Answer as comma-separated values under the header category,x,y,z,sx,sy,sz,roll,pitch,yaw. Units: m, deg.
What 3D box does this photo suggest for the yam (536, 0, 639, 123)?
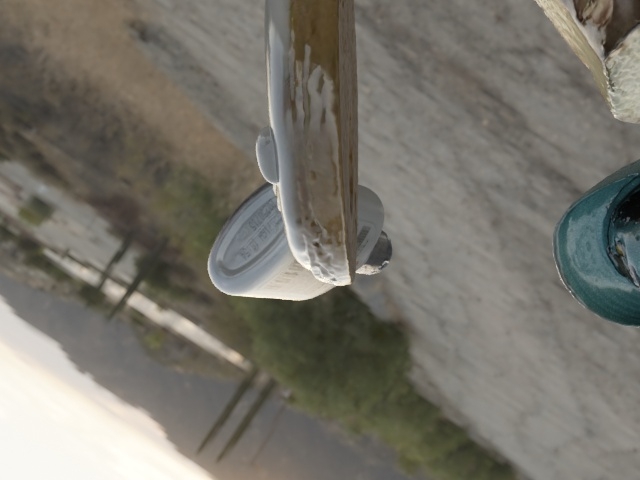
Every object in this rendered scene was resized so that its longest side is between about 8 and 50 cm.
category,x,y,z,sx,sy,sz,roll,pitch,yaw
yam,0.174,-0.185,0.811,0.129,0.128,0.238,109,145,-51

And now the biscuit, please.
category,x,y,z,sx,sy,sz,roll,pitch,yaw
biscuit,-0.004,-0.073,0.763,0.049,0.181,0.208,1,130,4

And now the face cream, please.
category,x,y,z,sx,sy,sz,roll,pitch,yaw
face cream,0.000,0.000,1.337,0.071,0.144,0.291,48,-165,19

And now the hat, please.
category,x,y,z,sx,sy,sz,roll,pitch,yaw
hat,0.265,-0.003,0.965,0.138,0.190,0.078,62,-176,-23
